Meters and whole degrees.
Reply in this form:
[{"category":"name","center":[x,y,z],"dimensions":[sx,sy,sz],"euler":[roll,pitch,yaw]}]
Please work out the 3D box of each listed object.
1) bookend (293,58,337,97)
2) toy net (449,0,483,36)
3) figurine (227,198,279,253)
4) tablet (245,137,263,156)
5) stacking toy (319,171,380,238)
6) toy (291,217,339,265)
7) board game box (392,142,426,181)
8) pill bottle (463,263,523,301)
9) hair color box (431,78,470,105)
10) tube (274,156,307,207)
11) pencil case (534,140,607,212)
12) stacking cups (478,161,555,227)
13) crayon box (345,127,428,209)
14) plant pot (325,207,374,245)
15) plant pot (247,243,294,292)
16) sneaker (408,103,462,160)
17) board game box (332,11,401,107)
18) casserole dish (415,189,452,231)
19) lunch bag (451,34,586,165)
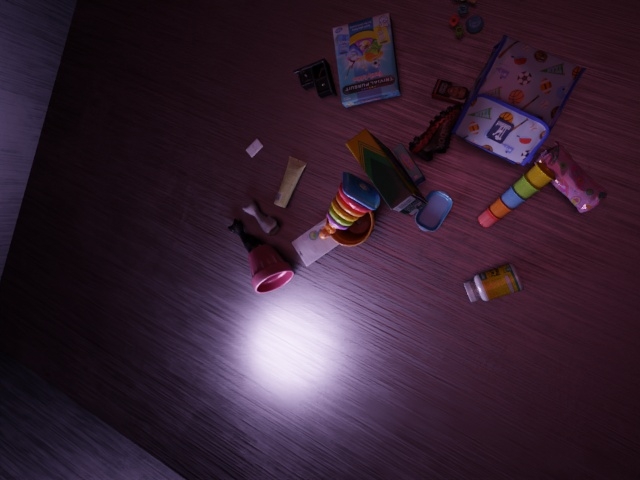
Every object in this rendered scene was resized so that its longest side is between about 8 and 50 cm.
[{"category":"bookend","center":[-0.024,-0.722,1.929],"dimensions":[0.158,0.072,0.156],"euler":[-14,90,19]},{"category":"toy net","center":[0.583,-0.960,1.736],"dimensions":[0.122,0.045,0.232],"euler":[-18,86,20]},{"category":"figurine","center":[-0.334,-0.071,2.068],"dimensions":[0.209,0.092,0.214],"euler":[43,104,15]},{"category":"tablet","center":[-0.327,-0.458,2.078],"dimensions":[0.083,0.006,0.054],"euler":[-41,81,15]},{"category":"stacking toy","center":[0.088,-0.108,1.705],"dimensions":[0.166,0.175,0.301],"euler":[28,122,-17]},{"category":"toy","center":[0.000,0.000,1.978],"dimensions":[0.237,0.056,0.136],"euler":[-36,79,12]},{"category":"board game box","center":[0.374,-0.314,1.756],"dimensions":[0.047,0.210,0.160],"euler":[-33,84,17]},{"category":"pill bottle","center":[0.708,0.180,1.730],"dimensions":[0.209,0.118,0.117],"euler":[-22,87,19]},{"category":"hair color box","center":[0.546,-0.620,1.763],"dimensions":[0.141,0.043,0.071],"euler":[22,91,15]},{"category":"tube","center":[-0.149,-0.275,2.011],"dimensions":[0.070,0.062,0.240],"euler":[19,96,-28]},{"category":"pencil case","center":[0.959,-0.243,1.619],"dimensions":[0.124,0.124,0.284],"euler":[-41,81,16]},{"category":"stacking cups","center":[0.762,-0.162,1.656],"dimensions":[0.096,0.096,0.316],"euler":[45,127,10]},{"category":"crayon box","center":[0.278,-0.261,1.692],"dimensions":[0.106,0.363,0.313],"euler":[-38,75,18]},{"category":"plant pot","center":[0.148,-0.084,1.855],"dimensions":[0.205,0.188,0.204],"euler":[1,94,18]},{"category":"plant pot","center":[-0.253,0.125,2.006],"dimensions":[0.201,0.201,0.180],"euler":[-36,67,17]},{"category":"sneaker","center":[0.504,-0.445,1.768],"dimensions":[0.135,0.097,0.276],"euler":[43,92,-11]},{"category":"board game box","center":[0.203,-0.786,1.848],"dimensions":[0.254,0.079,0.335],"euler":[-7,91,18]},{"category":"casserole dish","center":[0.490,-0.128,1.822],"dimensions":[0.114,0.037,0.188],"euler":[31,103,13]},{"category":"lunch bag","center":[0.733,-0.520,1.609],"dimensions":[0.328,0.239,0.385],"euler":[28,105,7]}]
